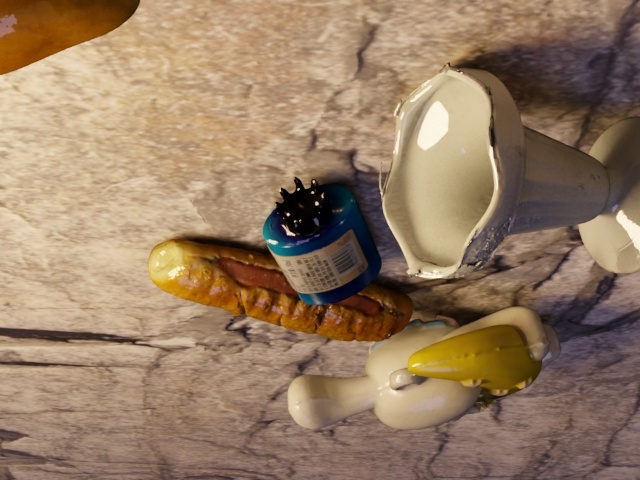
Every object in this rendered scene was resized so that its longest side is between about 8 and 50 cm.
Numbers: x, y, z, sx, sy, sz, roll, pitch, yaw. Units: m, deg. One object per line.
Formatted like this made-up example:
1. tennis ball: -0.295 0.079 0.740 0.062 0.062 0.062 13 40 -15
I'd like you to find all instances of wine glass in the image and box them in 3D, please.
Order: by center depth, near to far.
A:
1. wine glass: 0.165 -0.041 1.312 0.197 0.164 0.165 8 155 -27

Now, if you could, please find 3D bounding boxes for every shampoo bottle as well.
1. shampoo bottle: 0.000 0.000 1.516 0.087 0.050 0.183 -25 154 1

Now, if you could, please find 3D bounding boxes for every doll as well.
1. doll: 0.119 0.132 1.740 0.252 0.111 0.237 -18 172 23

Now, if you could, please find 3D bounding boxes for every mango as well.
1. mango: -0.212 -0.154 1.132 0.184 0.084 0.102 -6 157 -3

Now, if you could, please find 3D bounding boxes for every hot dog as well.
1. hot dog: -0.036 0.052 1.638 0.286 0.061 0.088 14 164 -28
